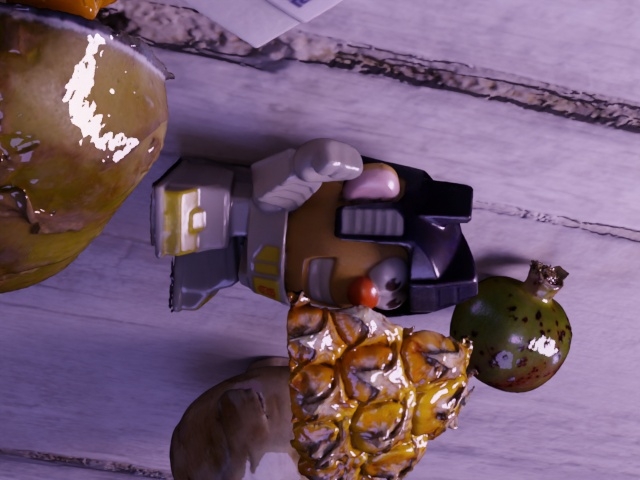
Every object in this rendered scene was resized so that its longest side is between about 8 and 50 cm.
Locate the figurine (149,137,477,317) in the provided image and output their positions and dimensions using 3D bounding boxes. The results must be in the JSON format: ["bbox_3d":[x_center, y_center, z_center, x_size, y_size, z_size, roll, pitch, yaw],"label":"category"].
[{"bbox_3d":[0.000,-0.004,1.459,0.308,0.143,0.308,1,166,0],"label":"figurine"}]

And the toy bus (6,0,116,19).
[{"bbox_3d":[-0.198,-0.220,1.177,0.083,0.088,0.194,0,148,3],"label":"toy bus"}]

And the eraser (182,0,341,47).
[{"bbox_3d":[-0.012,-0.227,1.179,0.210,0.068,0.124,-26,141,36],"label":"eraser"}]

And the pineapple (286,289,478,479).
[{"bbox_3d":[0.060,0.157,1.465,0.158,0.161,0.334,1,162,5],"label":"pineapple"}]

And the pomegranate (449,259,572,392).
[{"bbox_3d":[0.192,0.089,1.617,0.130,0.130,0.130,1,147,1],"label":"pomegranate"}]

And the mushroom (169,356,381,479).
[{"bbox_3d":[-0.042,0.218,1.769,0.255,0.184,0.255,2,144,1],"label":"mushroom"}]

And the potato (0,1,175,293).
[{"bbox_3d":[-0.247,-0.060,1.246,0.246,0.196,0.299,9,171,-24],"label":"potato"}]
